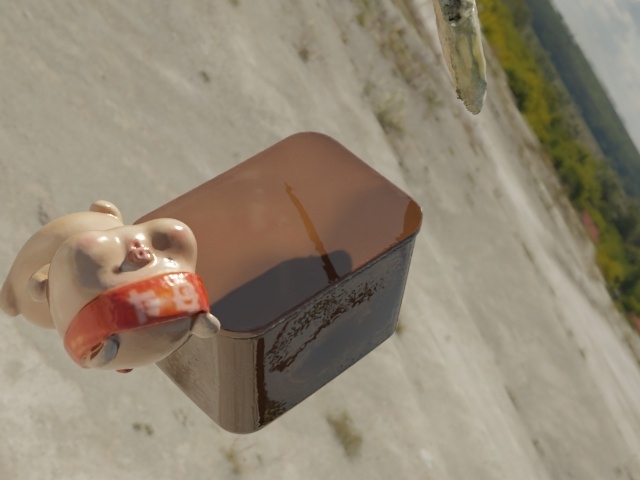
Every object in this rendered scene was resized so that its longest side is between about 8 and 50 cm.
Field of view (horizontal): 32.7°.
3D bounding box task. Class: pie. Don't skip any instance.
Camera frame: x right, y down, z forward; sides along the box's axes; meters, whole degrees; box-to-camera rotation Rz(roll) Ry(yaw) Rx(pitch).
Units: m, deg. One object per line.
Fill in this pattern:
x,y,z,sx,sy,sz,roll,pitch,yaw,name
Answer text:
0.173,-0.249,1.357,0.185,0.052,0.218,76,6,-45,pie

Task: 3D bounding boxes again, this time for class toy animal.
-0.205,0.048,1.064,0.197,0.171,0.171,24,-12,40,toy animal

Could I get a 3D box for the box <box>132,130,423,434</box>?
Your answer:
-0.056,0.058,1.442,0.239,0.339,0.229,38,-36,30,box
